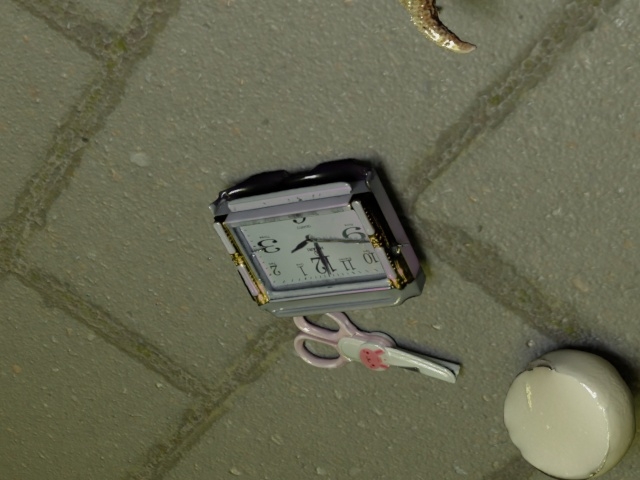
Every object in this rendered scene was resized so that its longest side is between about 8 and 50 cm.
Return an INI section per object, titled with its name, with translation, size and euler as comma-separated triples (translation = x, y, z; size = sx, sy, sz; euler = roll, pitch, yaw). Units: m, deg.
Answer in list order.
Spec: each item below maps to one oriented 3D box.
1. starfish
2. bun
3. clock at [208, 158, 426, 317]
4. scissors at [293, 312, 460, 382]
[starfish]
translation = 0.101, -0.299, 1.434
size = 0.071, 0.216, 0.238
euler = -14, 162, 0
[bun]
translation = 0.332, 0.220, 1.784
size = 0.172, 0.120, 0.173
euler = 14, 113, 35
[clock]
translation = 0.000, 0.000, 1.773
size = 0.253, 0.083, 0.186
euler = -7, 126, 31
[scissors]
translation = 0.075, 0.151, 1.907
size = 0.242, 0.030, 0.118
euler = 15, 134, 19
